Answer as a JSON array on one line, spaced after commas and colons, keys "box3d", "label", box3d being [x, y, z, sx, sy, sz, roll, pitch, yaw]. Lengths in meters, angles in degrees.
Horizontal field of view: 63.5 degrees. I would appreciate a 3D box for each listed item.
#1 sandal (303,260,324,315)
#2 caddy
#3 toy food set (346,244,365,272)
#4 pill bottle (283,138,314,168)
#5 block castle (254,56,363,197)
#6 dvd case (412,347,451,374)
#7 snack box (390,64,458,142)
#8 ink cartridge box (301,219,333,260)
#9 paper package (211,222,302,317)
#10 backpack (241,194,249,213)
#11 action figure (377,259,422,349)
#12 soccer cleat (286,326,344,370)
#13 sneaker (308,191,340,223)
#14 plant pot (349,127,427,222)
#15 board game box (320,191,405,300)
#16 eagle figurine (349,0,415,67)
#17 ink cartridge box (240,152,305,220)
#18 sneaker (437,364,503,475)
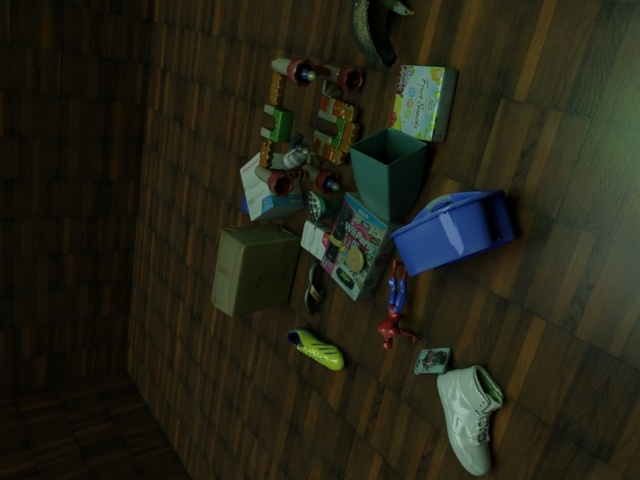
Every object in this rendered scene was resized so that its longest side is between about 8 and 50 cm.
[{"box3d": [-0.014, 0.188, 1.999, 0.060, 0.090, 0.219, 14, 98, 27], "label": "sandal"}, {"box3d": [0.347, -0.033, 1.390, 0.341, 0.241, 0.179, -29, 78, 48], "label": "caddy"}, {"box3d": [0.116, 0.064, 1.707, 0.083, 0.020, 0.083, 51, 131, 33], "label": "toy food set"}, {"box3d": [-0.083, -0.335, 2.017, 0.137, 0.078, 0.078, -26, 74, 49], "label": "pill bottle"}, {"box3d": [-0.029, -0.379, 1.769, 0.213, 0.303, 0.453, 35, 121, 43], "label": "block castle"}, {"box3d": [0.339, 0.369, 1.574, 0.119, 0.013, 0.087, -21, 34, 52], "label": "dvd case"}, {"box3d": [0.303, -0.408, 1.536, 0.174, 0.070, 0.207, 27, 116, 48], "label": "snack box"}, {"box3d": [0.000, 0.000, 1.959, 0.150, 0.063, 0.109, 35, 120, 44], "label": "ink cartridge box"}, {"box3d": [-0.260, 0.114, 2.097, 0.168, 0.309, 0.325, 31, 118, 41], "label": "paper package"}, {"box3d": [-0.301, -0.162, 2.289, 0.120, 0.101, 0.098, 30, 110, 50], "label": "backpack"}, {"box3d": [0.265, 0.216, 1.648, 0.091, 0.139, 0.281, 3, 74, 54], "label": "action figure"}, {"box3d": [-0.024, 0.424, 1.986, 0.289, 0.121, 0.094, 27, 114, 46], "label": "soccer cleat"}, {"box3d": [0.015, -0.119, 1.794, 0.275, 0.109, 0.107, -7, -90, -86], "label": "sneaker"}, {"box3d": [0.209, -0.188, 1.579, 0.165, 0.165, 0.234, 36, 146, 41], "label": "plant pot"}, {"box3d": [0.135, 0.017, 1.770, 0.224, 0.097, 0.303, 44, 126, 38], "label": "board game box"}, {"box3d": [0.177, -0.700, 1.576, 0.225, 0.226, 0.298, 31, 114, 22], "label": "eagle figurine"}, {"box3d": [-0.195, -0.216, 2.095, 0.171, 0.168, 0.233, -26, 73, 49], "label": "ink cartridge box"}, {"box3d": [0.438, 0.496, 1.433, 0.169, 0.108, 0.293, -38, 64, 50], "label": "sneaker"}]
